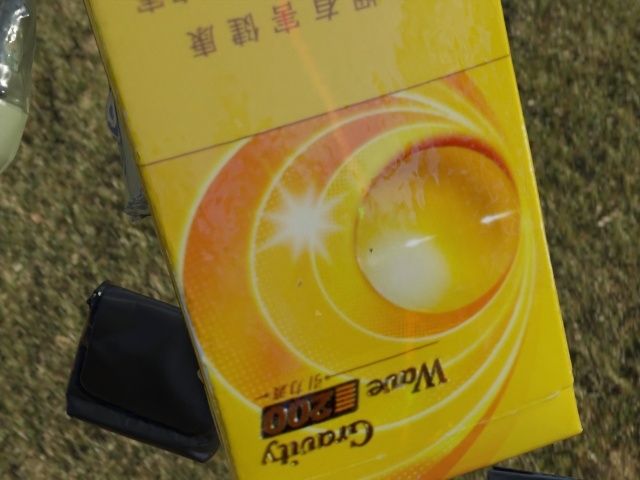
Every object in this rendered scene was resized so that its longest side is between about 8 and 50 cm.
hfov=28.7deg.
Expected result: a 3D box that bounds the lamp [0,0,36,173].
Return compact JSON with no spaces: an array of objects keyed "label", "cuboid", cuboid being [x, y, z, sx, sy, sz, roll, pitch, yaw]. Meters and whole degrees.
[{"label":"lamp","cuboid":[-0.325,-0.143,1.208,0.101,0.101,0.250,14,85,23]}]

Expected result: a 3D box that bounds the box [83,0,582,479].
[{"label":"box","cuboid":[0.008,-0.019,0.492,0.152,0.269,0.043,-18,21,-6]}]

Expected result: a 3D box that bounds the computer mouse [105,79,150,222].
[{"label":"computer mouse","cuboid":[-0.078,-0.124,0.630,0.079,0.128,0.231,14,88,-10]}]

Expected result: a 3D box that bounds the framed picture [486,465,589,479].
[{"label":"framed picture","cuboid":[0.171,0.286,0.831,0.197,0.014,0.252,-4,74,51]}]

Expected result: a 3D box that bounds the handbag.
[{"label":"handbag","cuboid":[-0.237,0.188,1.825,0.247,0.223,0.080,19,21,0]}]
